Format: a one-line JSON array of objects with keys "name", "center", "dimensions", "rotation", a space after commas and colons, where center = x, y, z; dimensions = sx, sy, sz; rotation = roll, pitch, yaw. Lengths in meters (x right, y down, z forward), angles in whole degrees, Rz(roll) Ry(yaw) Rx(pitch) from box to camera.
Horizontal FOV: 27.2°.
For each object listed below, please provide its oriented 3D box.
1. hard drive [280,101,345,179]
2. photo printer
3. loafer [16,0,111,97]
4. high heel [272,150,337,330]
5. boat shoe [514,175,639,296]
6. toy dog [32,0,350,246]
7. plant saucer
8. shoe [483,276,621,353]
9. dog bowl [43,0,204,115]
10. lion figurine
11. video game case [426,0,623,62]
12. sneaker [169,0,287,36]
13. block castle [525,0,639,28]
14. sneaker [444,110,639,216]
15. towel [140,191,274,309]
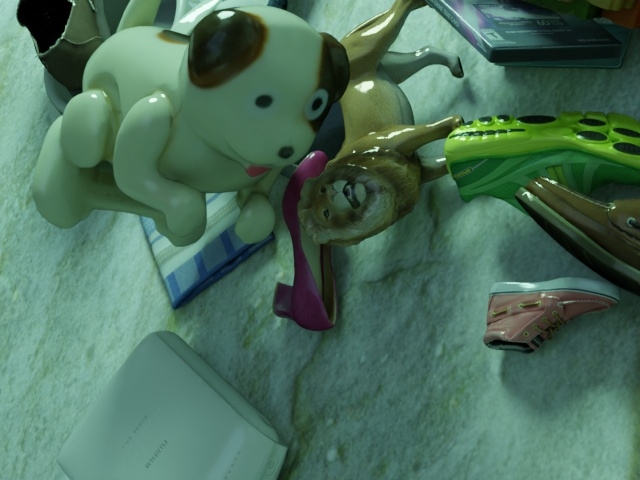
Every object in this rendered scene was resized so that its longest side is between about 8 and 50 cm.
[{"name": "hard drive", "center": [-0.040, -0.187, 1.937], "dimensions": [0.255, 0.054, 0.172], "rotation": [33, 87, 25]}, {"name": "photo printer", "center": [-0.197, 0.298, 1.788], "dimensions": [0.256, 0.107, 0.307], "rotation": [-53, 47, 0]}, {"name": "loafer", "center": [-0.436, -0.393, 2.197], "dimensions": [0.134, 0.130, 0.366], "rotation": [-40, 48, 12]}, {"name": "high heel", "center": [0.000, 0.000, 1.805], "dimensions": [0.117, 0.082, 0.244], "rotation": [10, 83, 49]}, {"name": "boat shoe", "center": [0.369, 0.003, 1.532], "dimensions": [0.307, 0.111, 0.104], "rotation": [38, 90, 26]}, {"name": "toy dog", "center": [-0.142, -0.178, 1.779], "dimensions": [0.408, 0.284, 0.395], "rotation": [-11, 65, 49]}, {"name": "plant saucer", "center": [0.326, -0.259, 1.776], "dimensions": [0.192, 0.018, 0.067], "rotation": [8, 70, 38]}, {"name": "shoe", "center": [0.276, 0.093, 1.589], "dimensions": [0.178, 0.063, 0.081], "rotation": [-4, 65, 41]}, {"name": "dog bowl", "center": [-0.322, -0.322, 2.233], "dimensions": [0.349, 0.102, 0.348], "rotation": [-18, 56, 29]}, {"name": "lion figurine", "center": [0.078, -0.174, 1.808], "dimensions": [0.240, 0.142, 0.392], "rotation": [-15, 53, 15]}, {"name": "video game case", "center": [0.244, -0.308, 1.748], "dimensions": [0.274, 0.196, 0.026], "rotation": [-124, 37, -47]}, {"name": "sneaker", "center": [-0.087, -0.364, 2.085], "dimensions": [0.148, 0.131, 0.350], "rotation": [36, 79, 17]}, {"name": "block castle", "center": [0.342, -0.433, 1.630], "dimensions": [0.453, 0.213, 0.303], "rotation": [27, 120, 38]}, {"name": "sneaker", "center": [0.304, -0.090, 1.650], "dimensions": [0.296, 0.123, 0.109], "rotation": [4, 32, 22]}, {"name": "towel", "center": [-0.189, -0.056, 2.031], "dimensions": [0.209, 0.034, 0.285], "rotation": [-37, 49, 15]}]
